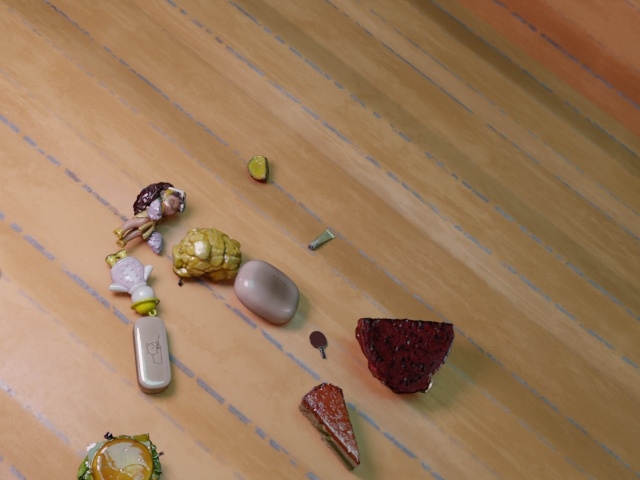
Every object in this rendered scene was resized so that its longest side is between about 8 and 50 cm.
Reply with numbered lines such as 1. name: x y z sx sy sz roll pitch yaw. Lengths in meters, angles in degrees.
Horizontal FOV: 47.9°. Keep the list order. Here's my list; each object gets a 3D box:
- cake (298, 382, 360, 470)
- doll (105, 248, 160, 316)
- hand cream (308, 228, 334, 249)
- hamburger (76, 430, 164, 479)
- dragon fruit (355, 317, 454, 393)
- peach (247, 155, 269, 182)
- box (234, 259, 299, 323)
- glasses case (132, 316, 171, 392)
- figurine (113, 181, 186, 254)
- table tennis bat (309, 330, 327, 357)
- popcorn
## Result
1. cake: 0.049 0.473 1.872 0.220 0.086 0.116 46 55 12
2. doll: -0.487 0.113 1.889 0.129 0.081 0.207 -28 74 -26
3. hand cream: 0.000 0.000 2.208 0.035 0.022 0.102 46 48 10
4. hamburger: -0.450 0.522 1.626 0.189 0.093 0.164 8 54 -20
5. dragon fruit: 0.209 0.325 2.016 0.316 0.152 0.205 8 76 -28
6. peach: -0.186 -0.219 2.252 0.077 0.050 0.083 -42 70 -14
7. box: -0.146 0.142 1.982 0.200 0.088 0.146 38 49 -24
8. glasses case: -0.426 0.286 1.818 0.083 0.050 0.196 -1 59 -26
9. figurine: -0.467 -0.068 1.978 0.115 0.175 0.240 19 45 10
10. table tennis bat: -0.003 0.291 2.021 0.050 0.007 0.083 -5 59 -26
11. popcorn: -0.308 0.033 1.968 0.194 0.163 0.140 1 49 -16
